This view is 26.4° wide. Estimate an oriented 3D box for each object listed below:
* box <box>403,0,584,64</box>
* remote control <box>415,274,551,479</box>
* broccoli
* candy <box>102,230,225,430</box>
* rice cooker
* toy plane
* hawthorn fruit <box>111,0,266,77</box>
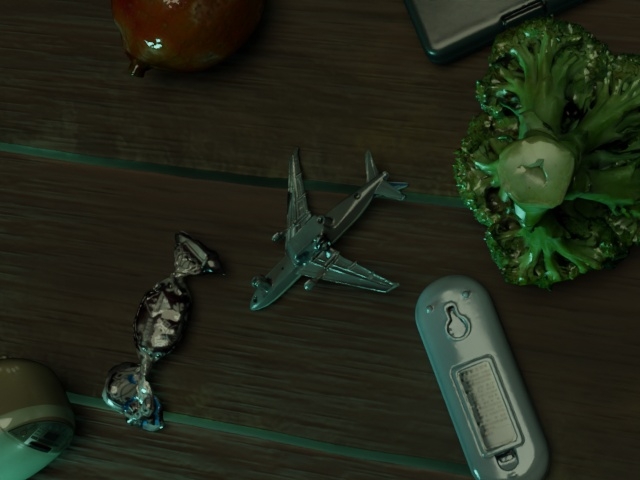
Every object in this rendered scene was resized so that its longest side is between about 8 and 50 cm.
[{"bbox_3d":[0.198,-0.306,1.502,0.230,0.050,0.160,-23,74,10],"label":"box"},{"bbox_3d":[0.168,0.150,1.430,0.087,0.047,0.244,-24,73,14],"label":"remote control"},{"bbox_3d":[0.236,-0.089,1.339,0.254,0.269,0.269,-34,72,22],"label":"broccoli"},{"bbox_3d":[-0.175,0.102,1.539,0.094,0.051,0.226,18,87,8],"label":"candy"},{"bbox_3d":[-0.375,0.211,1.526,0.206,0.145,0.127,-23,63,14],"label":"rice cooker"},{"bbox_3d":[0.000,-0.002,1.501,0.226,0.058,0.226,-39,56,6],"label":"toy plane"},{"bbox_3d":[-0.157,-0.263,1.543,0.169,0.169,0.188,30,88,19],"label":"hawthorn fruit"}]
